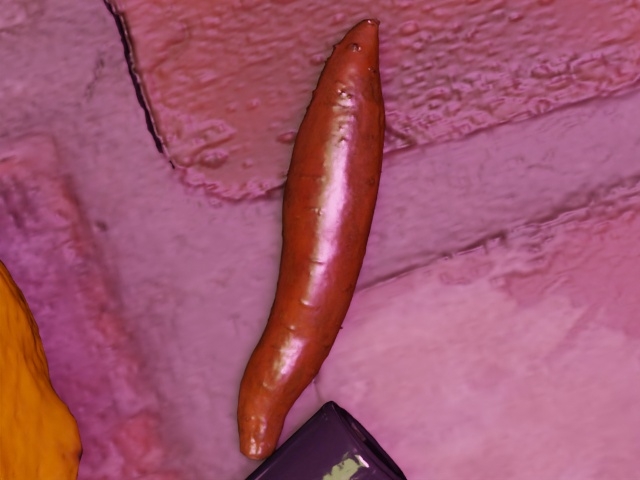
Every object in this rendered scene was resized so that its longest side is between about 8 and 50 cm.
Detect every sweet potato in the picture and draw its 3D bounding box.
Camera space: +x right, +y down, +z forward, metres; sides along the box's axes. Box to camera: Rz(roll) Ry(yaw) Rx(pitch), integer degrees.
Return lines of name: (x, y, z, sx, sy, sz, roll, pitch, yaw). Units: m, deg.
sweet potato: (0.001, 0.000, 0.931, 0.057, 0.057, 0.264, 12, 90, 8)

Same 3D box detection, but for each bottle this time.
bottle: (-0.056, 0.200, 0.915, 0.244, 0.072, 0.082, -42, 73, 4)

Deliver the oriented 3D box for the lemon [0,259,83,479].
lemon: (-0.316, 0.108, 0.820, 0.387, 0.350, 0.350, -2, 86, 0)
